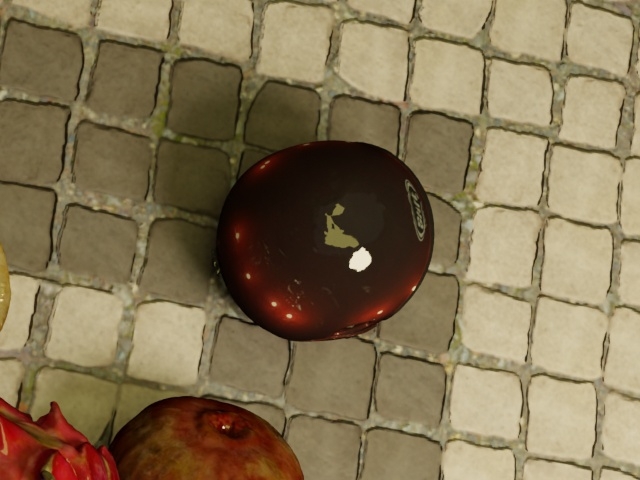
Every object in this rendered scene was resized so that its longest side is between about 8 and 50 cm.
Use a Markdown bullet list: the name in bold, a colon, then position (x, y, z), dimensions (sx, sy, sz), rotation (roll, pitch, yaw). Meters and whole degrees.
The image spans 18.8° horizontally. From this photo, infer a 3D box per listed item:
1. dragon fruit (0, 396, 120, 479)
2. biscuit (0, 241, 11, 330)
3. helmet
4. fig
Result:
- **dragon fruit**: position (-0.266, 0.285, 1.583), dimensions (0.249, 0.371, 0.386), rotation (-16, 92, -13)
- **biscuit**: position (-0.392, 0.043, 1.778), dimensions (0.220, 0.033, 0.220), rotation (4, 78, -17)
- **helmet**: position (0.000, 0.000, 1.845), dimensions (0.216, 0.193, 0.189), rotation (-16, 80, 22)
- **fig**: position (-0.107, 0.246, 1.757), dimensions (0.205, 0.205, 0.205), rotation (4, 77, -17)
